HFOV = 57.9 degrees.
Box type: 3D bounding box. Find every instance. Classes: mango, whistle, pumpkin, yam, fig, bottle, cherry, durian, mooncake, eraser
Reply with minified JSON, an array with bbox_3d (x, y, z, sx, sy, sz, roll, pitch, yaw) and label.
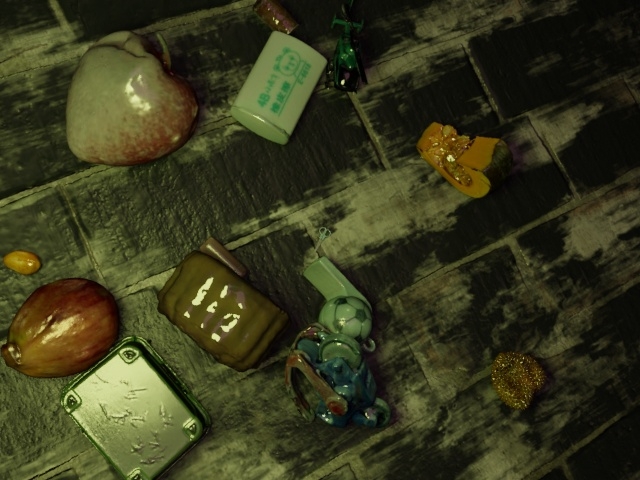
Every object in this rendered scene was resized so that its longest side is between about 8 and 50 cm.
[{"bbox_3d":[-0.747,0.054,1.446,0.089,0.046,0.059,10,78,-9],"label":"mango"},{"bbox_3d":[0.045,0.197,1.582,0.289,0.163,0.163,46,72,-1],"label":"whistle"},{"bbox_3d":[0.445,-0.259,1.757,0.280,0.190,0.139,41,73,-4],"label":"pumpkin"},{"bbox_3d":[-0.135,-0.672,1.738,0.141,0.079,0.079,44,72,-5],"label":"yam"},{"bbox_3d":[-0.607,0.206,1.360,0.224,0.224,0.263,45,69,-3],"label":"fig"},{"bbox_3d":[-0.263,0.053,1.575,0.140,0.053,0.053,43,72,-4],"label":"bottle"},{"bbox_3d":[-0.487,-0.357,1.471,0.335,0.291,0.326,-16,97,3],"label":"cherry"},{"bbox_3d":[0.579,0.404,1.704,0.158,0.137,0.168,-20,71,-37],"label":"durian"},{"bbox_3d":[-0.245,0.178,1.421,0.324,0.324,0.187,38,77,-6],"label":"mooncake"},{"bbox_3d":[-0.120,-0.444,1.685,0.189,0.104,0.289,26,73,-5],"label":"eraser"}]

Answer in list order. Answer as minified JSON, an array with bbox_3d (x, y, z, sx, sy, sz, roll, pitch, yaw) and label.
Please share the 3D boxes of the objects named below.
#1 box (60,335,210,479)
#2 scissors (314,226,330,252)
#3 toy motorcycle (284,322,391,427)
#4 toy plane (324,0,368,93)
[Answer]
[{"bbox_3d":[-0.441,0.414,1.393,0.253,0.178,0.328,-42,92,-20],"label":"box"},{"bbox_3d":[0.000,0.000,1.682,0.036,0.006,0.083,30,74,-6],"label":"scissors"},{"bbox_3d":[0.035,0.363,1.507,0.182,0.241,0.319,-40,117,-35],"label":"toy motorcycle"},{"bbox_3d":[0.085,-0.579,1.744,0.107,0.155,0.381,9,61,-13],"label":"toy plane"}]
